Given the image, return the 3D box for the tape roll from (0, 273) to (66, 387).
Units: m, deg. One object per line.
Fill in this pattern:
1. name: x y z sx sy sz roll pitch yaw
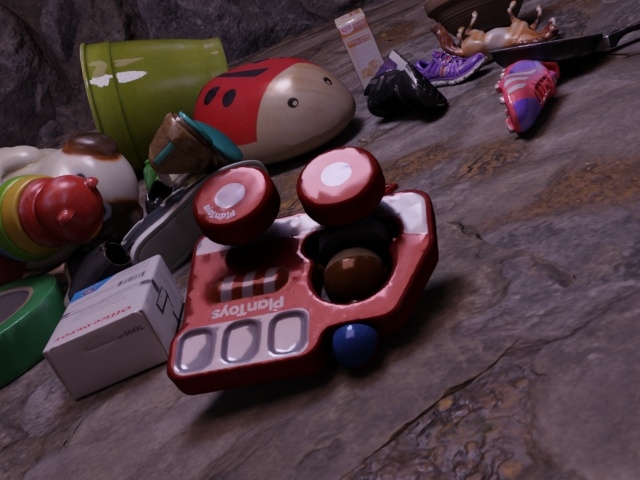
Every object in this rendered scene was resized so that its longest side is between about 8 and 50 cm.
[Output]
1. tape roll: -0.563 0.170 1.532 0.321 0.077 0.321 -23 19 9

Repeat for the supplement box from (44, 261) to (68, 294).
1. supplement box: -0.483 0.075 1.745 0.062 0.036 0.098 -32 20 -16

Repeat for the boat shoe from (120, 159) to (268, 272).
1. boat shoe: -0.222 -0.047 1.618 0.302 0.114 0.091 -35 26 -27

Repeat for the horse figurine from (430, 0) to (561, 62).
1. horse figurine: 0.362 -0.425 1.927 0.263 0.066 0.174 -10 42 17

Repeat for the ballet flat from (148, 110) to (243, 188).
1. ballet flat: -0.226 -0.144 1.625 0.124 0.116 0.342 -46 -2 5

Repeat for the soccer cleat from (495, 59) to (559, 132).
1. soccer cleat: 0.333 -0.238 1.475 0.095 0.083 0.248 -14 19 18

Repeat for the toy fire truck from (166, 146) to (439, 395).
1. toy fire truck: -0.015 0.048 1.051 0.302 0.169 0.253 -10 48 13

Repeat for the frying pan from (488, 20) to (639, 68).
1. frying pan: 0.457 -0.346 1.644 0.326 0.053 0.197 -10 9 -8

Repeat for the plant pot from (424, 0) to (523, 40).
1. plant pot: 0.358 -0.513 2.075 0.237 0.109 0.237 -17 0 0

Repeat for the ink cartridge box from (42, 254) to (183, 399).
1. ink cartridge box: -0.281 0.116 1.297 0.148 0.086 0.203 -24 19 7

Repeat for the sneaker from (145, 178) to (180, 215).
1. sneaker: -0.280 -0.080 1.791 0.078 0.106 0.234 -20 19 15

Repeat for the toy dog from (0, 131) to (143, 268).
1. toy dog: -0.546 -0.078 1.956 0.408 0.284 0.395 -4 10 45

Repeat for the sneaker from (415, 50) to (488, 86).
1. sneaker: 0.258 -0.354 1.890 0.170 0.071 0.068 -6 27 43

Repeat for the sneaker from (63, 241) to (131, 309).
1. sneaker: -0.364 0.039 1.556 0.118 0.083 0.222 -53 25 12

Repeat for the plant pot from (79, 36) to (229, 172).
1. plant pot: -0.401 -0.378 2.439 0.353 0.366 0.366 -15 18 -3

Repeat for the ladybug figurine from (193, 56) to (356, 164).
1. ladybug figurine: -0.122 -0.280 1.966 0.305 0.162 0.449 -40 28 -31

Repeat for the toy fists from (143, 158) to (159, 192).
1. toy fists: -0.323 -0.180 2.135 0.142 0.096 0.279 -21 20 16

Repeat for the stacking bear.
1. stacking bear: -0.479 -0.040 1.609 0.289 0.164 0.175 -12 34 44

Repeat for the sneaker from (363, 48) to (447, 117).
1. sneaker: 0.157 -0.277 1.819 0.124 0.107 0.283 -46 18 11

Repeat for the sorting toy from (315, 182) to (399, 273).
1. sorting toy: 0.000 0.000 1.309 0.274 0.046 0.132 -39 23 -32

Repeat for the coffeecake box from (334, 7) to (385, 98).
1. coffeecake box: 0.099 -0.407 2.053 0.068 0.185 0.142 -23 19 7
